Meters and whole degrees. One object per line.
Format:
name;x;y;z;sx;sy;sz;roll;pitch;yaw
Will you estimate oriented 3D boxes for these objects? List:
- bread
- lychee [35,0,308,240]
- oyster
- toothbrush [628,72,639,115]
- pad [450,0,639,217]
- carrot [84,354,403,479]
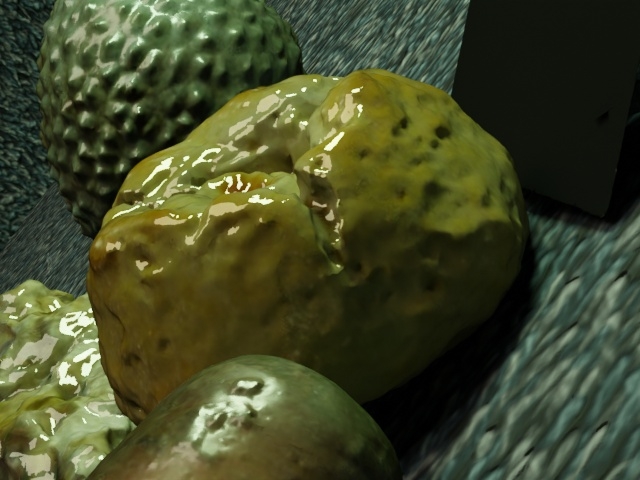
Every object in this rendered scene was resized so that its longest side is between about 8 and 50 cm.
bread;-0.013;-0.005;0.892;0.244;0.134;0.244;-23;22;10
lychee;-0.139;-0.118;1.516;0.255;0.255;0.274;-22;42;64
oyster;-0.135;0.124;1.060;0.238;0.115;0.351;-46;33;7
toothbrush;0.161;-0.069;0.826;0.035;0.042;0.413;-9;6;-14
pad;0.121;-0.108;0.930;0.265;0.009;0.159;-143;63;-74
carrot;-0.071;0.180;0.682;0.139;0.139;0.302;-33;21;51
